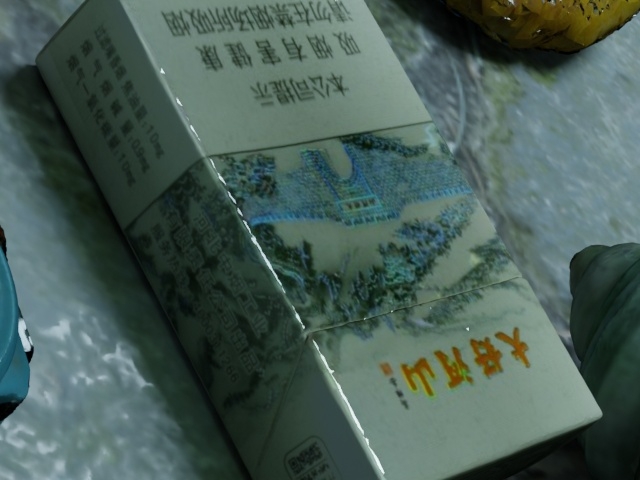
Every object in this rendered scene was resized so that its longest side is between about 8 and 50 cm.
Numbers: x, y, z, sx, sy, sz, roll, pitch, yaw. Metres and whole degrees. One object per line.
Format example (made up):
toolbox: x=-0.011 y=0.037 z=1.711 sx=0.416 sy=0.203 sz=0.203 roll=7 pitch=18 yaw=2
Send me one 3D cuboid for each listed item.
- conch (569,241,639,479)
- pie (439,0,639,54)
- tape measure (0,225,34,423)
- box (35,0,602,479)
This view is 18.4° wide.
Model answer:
conch: x=0.205 y=0.090 z=0.928 sx=0.277 sy=0.220 sz=0.195 roll=55 pitch=-7 yaw=38
pie: x=0.093 y=-0.224 z=1.174 sx=0.273 sy=0.069 sz=0.273 roll=25 pitch=44 yaw=-27
tape measure: x=-0.168 y=0.021 z=0.698 sx=0.146 sy=0.081 sz=0.125 roll=-5 pitch=60 yaw=-47
box: x=0.000 y=0.000 z=0.893 sx=0.164 sy=0.069 sz=0.256 roll=-12 pitch=69 yaw=-49
